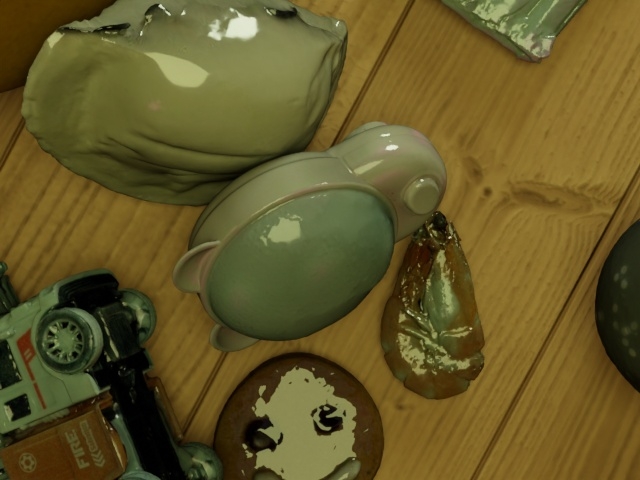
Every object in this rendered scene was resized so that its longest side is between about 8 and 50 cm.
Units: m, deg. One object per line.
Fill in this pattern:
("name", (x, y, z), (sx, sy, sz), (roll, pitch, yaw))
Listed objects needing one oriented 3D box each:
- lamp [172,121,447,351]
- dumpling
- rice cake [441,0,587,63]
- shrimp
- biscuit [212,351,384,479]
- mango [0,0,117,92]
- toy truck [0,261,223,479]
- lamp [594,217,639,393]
("lamp", (0.002, 0.001, 1.301), (0.246, 0.179, 0.108), (-33, 59, -6))
("dumpling", (-0.111, -0.117, 1.297), (0.243, 0.175, 0.227), (18, 133, -8))
("rice cake", (0.179, -0.271, 1.359), (0.189, 0.037, 0.198), (36, 92, -4))
("shrimp", (0.097, 0.050, 1.374), (0.091, 0.043, 0.184), (-2, 95, 1))
("biscuit", (0.002, 0.313, 1.377), (0.283, 0.064, 0.432), (-8, 94, -2))
("mango", (-0.225, -0.305, 1.217), (0.232, 0.300, 0.445), (32, 98, 31))
("toy truck", (-0.207, 0.174, 1.312), (0.184, 0.133, 0.338), (-23, 89, 18))
("lamp", (0.352, 0.000, 1.337), (0.182, 0.182, 0.313), (30, 72, -4))
